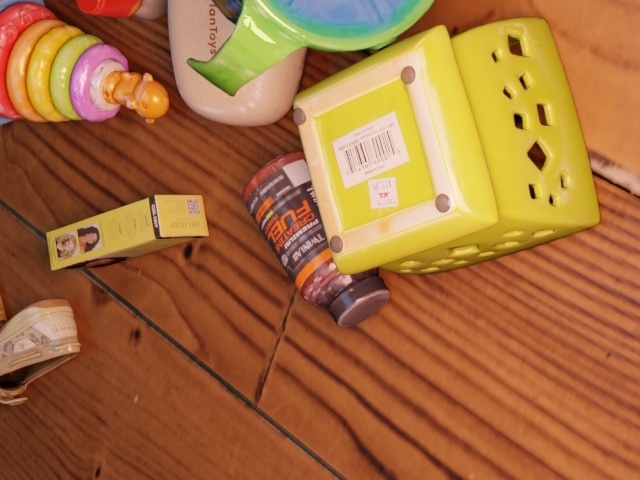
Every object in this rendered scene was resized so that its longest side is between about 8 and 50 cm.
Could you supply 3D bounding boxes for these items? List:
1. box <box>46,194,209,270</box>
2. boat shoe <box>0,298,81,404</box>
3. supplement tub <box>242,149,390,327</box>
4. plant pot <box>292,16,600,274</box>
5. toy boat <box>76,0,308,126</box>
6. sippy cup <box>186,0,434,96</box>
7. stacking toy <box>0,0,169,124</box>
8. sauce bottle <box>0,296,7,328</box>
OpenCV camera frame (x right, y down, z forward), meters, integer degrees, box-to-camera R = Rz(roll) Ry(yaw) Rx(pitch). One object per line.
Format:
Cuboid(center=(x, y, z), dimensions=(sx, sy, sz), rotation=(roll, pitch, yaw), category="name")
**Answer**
Cuboid(center=(-0.259, -0.008, 1.617), dimensions=(0.232, 0.087, 0.058), rotation=(-16, 81, 41), category="box")
Cuboid(center=(-0.454, 0.188, 1.784), dimensions=(0.285, 0.104, 0.089), rotation=(-40, 66, 34), category="boat shoe")
Cuboid(center=(0.000, 0.000, 1.385), dimensions=(0.106, 0.106, 0.198), rotation=(-48, 64, 32), category="supplement tub")
Cuboid(center=(0.112, -0.088, 1.219), dimensions=(0.228, 0.207, 0.227), rotation=(-20, 81, 40), category="plant pot")
Cuboid(center=(-0.138, -0.284, 1.471), dimensions=(0.318, 0.148, 0.268), rotation=(15, 108, 31), category="toy boat")
Cuboid(center=(-0.018, -0.299, 1.236), dimensions=(0.224, 0.305, 0.240), rotation=(7, 117, 69), category="sippy cup")
Cuboid(center=(-0.321, -0.217, 1.625), dimensions=(0.301, 0.165, 0.175), rotation=(16, 120, 27), category="stacking toy")
Cuboid(center=(-0.513, 0.079, 1.865), dimensions=(0.042, 0.042, 0.128), rotation=(-30, 76, 38), category="sauce bottle")
